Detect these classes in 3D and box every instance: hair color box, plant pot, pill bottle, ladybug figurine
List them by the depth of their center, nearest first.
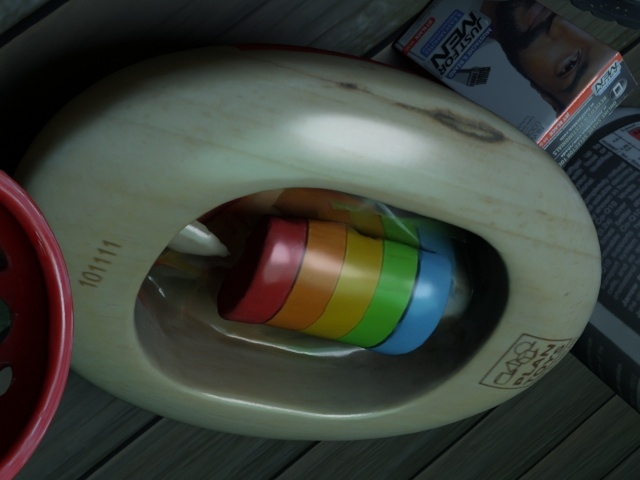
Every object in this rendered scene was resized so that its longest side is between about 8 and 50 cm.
[{"bbox_3d":[-0.256,0.045,0.570,0.191,0.174,0.191,-5,96,-57],"label":"plant pot"},{"bbox_3d":[0.000,0.000,0.757,0.449,0.162,0.305,18,122,-30],"label":"ladybug figurine"},{"bbox_3d":[0.144,-0.135,0.818,0.093,0.167,0.053,-49,142,4],"label":"hair color box"},{"bbox_3d":[0.277,0.014,0.908,0.210,0.363,0.210,-23,136,-24],"label":"pill bottle"}]

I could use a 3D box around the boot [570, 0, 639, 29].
[{"bbox_3d":[0.205,-0.261,0.694,0.338,0.118,0.223,5,130,-3],"label":"boot"}]
